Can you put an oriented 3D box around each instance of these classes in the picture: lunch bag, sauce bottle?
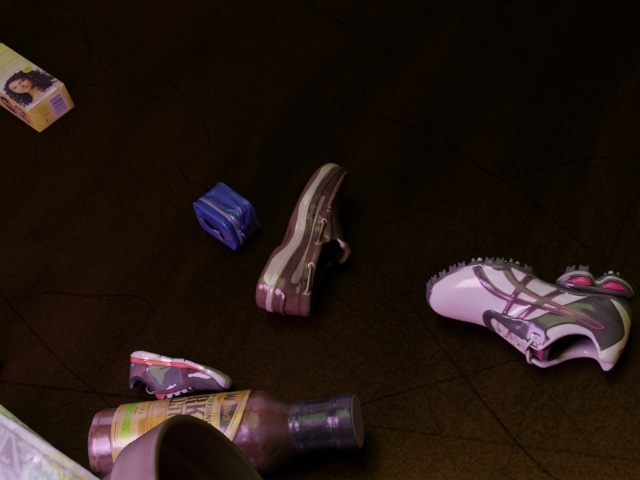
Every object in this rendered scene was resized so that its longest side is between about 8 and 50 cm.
[{"bbox_3d":[-0.142,-0.032,1.871,0.065,0.067,0.098,-41,50,-18],"label":"lunch bag"},{"bbox_3d":[-0.118,0.246,1.579,0.344,0.111,0.111,-9,47,10],"label":"sauce bottle"}]

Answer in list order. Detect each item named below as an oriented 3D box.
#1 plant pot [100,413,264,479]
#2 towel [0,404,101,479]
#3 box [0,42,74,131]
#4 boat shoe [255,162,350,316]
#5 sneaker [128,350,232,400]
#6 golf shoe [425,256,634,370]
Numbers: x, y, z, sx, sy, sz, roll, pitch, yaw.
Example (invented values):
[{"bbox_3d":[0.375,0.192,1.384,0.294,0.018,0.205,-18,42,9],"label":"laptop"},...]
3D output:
[{"bbox_3d":[-0.196,0.398,1.362,0.280,0.323,0.323,-31,44,14],"label":"plant pot"},{"bbox_3d":[-0.478,0.353,1.497,0.320,0.090,0.374,33,55,14],"label":"towel"},{"bbox_3d":[-0.545,-0.280,2.246,0.087,0.058,0.232,-42,49,-20],"label":"box"},{"bbox_3d":[0.000,0.004,1.784,0.095,0.095,0.257,18,62,15],"label":"boat shoe"},{"bbox_3d":[-0.193,0.195,1.701,0.157,0.061,0.065,9,79,27],"label":"sneaker"},{"bbox_3d":[0.259,0.094,1.595,0.272,0.105,0.120,3,57,22],"label":"golf shoe"}]
